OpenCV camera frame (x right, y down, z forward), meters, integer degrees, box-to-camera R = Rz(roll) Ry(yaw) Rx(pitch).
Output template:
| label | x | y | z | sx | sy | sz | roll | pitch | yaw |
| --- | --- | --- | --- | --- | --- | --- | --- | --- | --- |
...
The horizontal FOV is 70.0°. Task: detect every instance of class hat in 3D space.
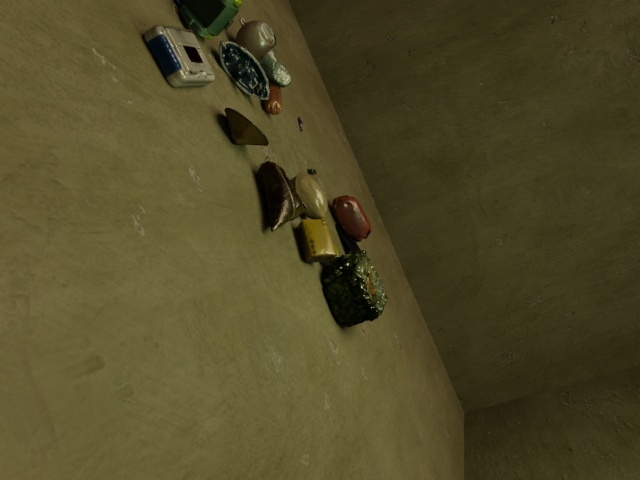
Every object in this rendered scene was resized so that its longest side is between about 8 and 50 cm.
| label | x | y | z | sx | sy | sz | roll | pitch | yaw |
| --- | --- | --- | --- | --- | --- | --- | --- | --- | --- |
| hat | -0.281 | -0.371 | 1.608 | 0.193 | 0.082 | 0.193 | 37 | -6 | 5 |

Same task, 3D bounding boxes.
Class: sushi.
| label | x | y | z | sx | sy | sz | roll | pitch | yaw |
| --- | --- | --- | --- | --- | --- | --- | --- | --- | --- |
| sushi | 0.149 | 0.193 | 1.949 | 0.293 | 0.178 | 0.352 | 66 | 17 | -3 |

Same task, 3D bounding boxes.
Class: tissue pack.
| label | x | y | z | sx | sy | sz | roll | pitch | yaw |
| --- | --- | --- | --- | --- | --- | --- | --- | --- | --- |
| tissue pack | -0.015 | 0.000 | 1.807 | 0.120 | 0.082 | 0.169 | -3 | 63 | -26 |

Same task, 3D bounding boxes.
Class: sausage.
| label | x | y | z | sx | sy | sz | roll | pitch | yaw |
| --- | --- | --- | --- | --- | --- | --- | --- | --- | --- |
| sausage | -0.227 | -0.692 | 2.150 | 0.086 | 0.086 | 0.288 | 48 | 24 | -45 |
| sausage | 0.166 | -0.119 | 2.441 | 0.279 | 0.152 | 0.152 | 58 | 19 | -17 |

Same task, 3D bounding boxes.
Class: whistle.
| label | x | y | z | sx | sy | sz | roll | pitch | yaw |
| --- | --- | --- | --- | --- | --- | --- | --- | --- | --- |
| whistle | -0.266 | -0.848 | 2.087 | 0.347 | 0.189 | 0.189 | 52 | 22 | -28 |

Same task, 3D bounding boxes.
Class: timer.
| label | x | y | z | sx | sy | sz | roll | pitch | yaw |
| --- | --- | --- | --- | --- | --- | --- | --- | --- | --- |
| timer | -0.427 | -0.576 | 1.434 | 0.178 | 0.078 | 0.253 | 63 | 17 | -14 |

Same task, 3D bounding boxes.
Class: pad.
| label | x | y | z | sx | sy | sz | roll | pitch | yaw |
| --- | --- | --- | --- | --- | --- | --- | --- | --- | --- |
| pad | 0.193 | 0.095 | 2.475 | 0.375 | 0.063 | 0.315 | 61 | 16 | 19 |

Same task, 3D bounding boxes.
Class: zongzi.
| label | x | y | z | sx | sy | sz | roll | pitch | yaw |
| --- | --- | --- | --- | --- | --- | --- | --- | --- | --- |
| zongzi | -0.173 | -0.167 | 1.617 | 0.247 | 0.111 | 0.241 | 59 | 24 | -5 |

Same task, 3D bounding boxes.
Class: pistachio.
| label | x | y | z | sx | sy | sz | roll | pitch | yaw |
| --- | --- | --- | --- | --- | --- | --- | --- | --- | --- |
| pistachio | -0.051 | -0.184 | 1.947 | 0.215 | 0.144 | 0.144 | 53 | 19 | -8 |

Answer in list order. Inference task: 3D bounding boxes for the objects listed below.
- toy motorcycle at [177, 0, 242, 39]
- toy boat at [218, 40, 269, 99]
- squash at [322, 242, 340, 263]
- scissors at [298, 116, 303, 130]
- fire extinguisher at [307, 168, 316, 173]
| label | x | y | z | sx | sy | sz | roll | pitch | yaw |
| --- | --- | --- | --- | --- | --- | --- | --- | --- | --- |
| toy motorcycle | -0.459 | -0.908 | 1.640 | 0.326 | 0.191 | 0.200 | 50 | 22 | 0 |
| toy boat | -0.302 | -0.680 | 1.836 | 0.309 | 0.129 | 0.142 | 45 | 13 | -46 |
| squash | 0.000 | 0.000 | 1.931 | 0.187 | 0.095 | 0.095 | 57 | 19 | -16 |
| scissors | -0.109 | -0.647 | 2.558 | 0.039 | 0.012 | 0.113 | 48 | 25 | -44 |
| fire extinguisher | -0.047 | -0.355 | 2.349 | 0.038 | 0.025 | 0.083 | 30 | 12 | 12 |
